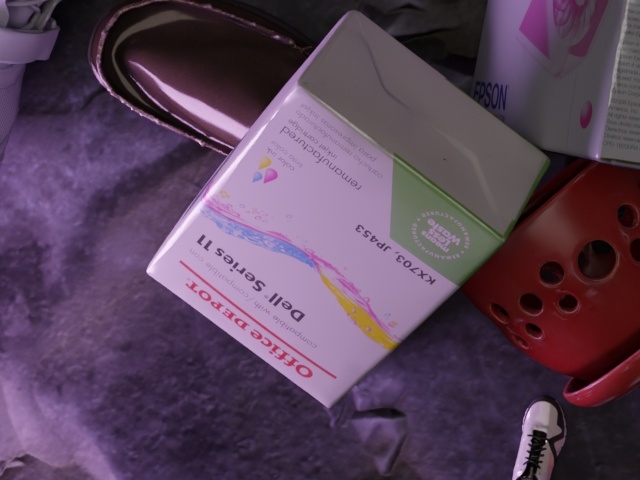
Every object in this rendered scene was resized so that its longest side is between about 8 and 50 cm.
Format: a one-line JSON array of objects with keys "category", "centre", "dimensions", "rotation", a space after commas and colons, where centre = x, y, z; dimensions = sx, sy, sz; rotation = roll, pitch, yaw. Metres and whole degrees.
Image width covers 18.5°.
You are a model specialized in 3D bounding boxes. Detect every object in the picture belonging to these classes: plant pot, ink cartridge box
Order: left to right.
[{"category": "ink cartridge box", "centre": [0.000, 0.000, 1.626], "dimensions": [0.207, 0.119, 0.353], "rotation": [37, 136, -5]}, {"category": "ink cartridge box", "centre": [0.217, -0.232, 1.580], "dimensions": [0.071, 0.324, 0.330], "rotation": [7, 94, -14]}, {"category": "plant pot", "centre": [0.234, 0.030, 1.654], "dimensions": [0.191, 0.191, 0.174], "rotation": [-41, 89, 10]}]

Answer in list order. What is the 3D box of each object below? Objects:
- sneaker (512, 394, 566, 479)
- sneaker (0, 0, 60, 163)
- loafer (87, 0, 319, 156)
[{"category": "sneaker", "centre": [0.194, 0.192, 1.742], "dimensions": [0.040, 0.044, 0.109], "rotation": [9, 92, 12]}, {"category": "sneaker", "centre": [-0.262, -0.224, 1.722], "dimensions": [0.210, 0.137, 0.365], "rotation": [11, 101, 35]}, {"category": "loafer", "centre": [-0.040, -0.129, 1.728], "dimensions": [0.366, 0.130, 0.133], "rotation": [20, 96, 10]}]
